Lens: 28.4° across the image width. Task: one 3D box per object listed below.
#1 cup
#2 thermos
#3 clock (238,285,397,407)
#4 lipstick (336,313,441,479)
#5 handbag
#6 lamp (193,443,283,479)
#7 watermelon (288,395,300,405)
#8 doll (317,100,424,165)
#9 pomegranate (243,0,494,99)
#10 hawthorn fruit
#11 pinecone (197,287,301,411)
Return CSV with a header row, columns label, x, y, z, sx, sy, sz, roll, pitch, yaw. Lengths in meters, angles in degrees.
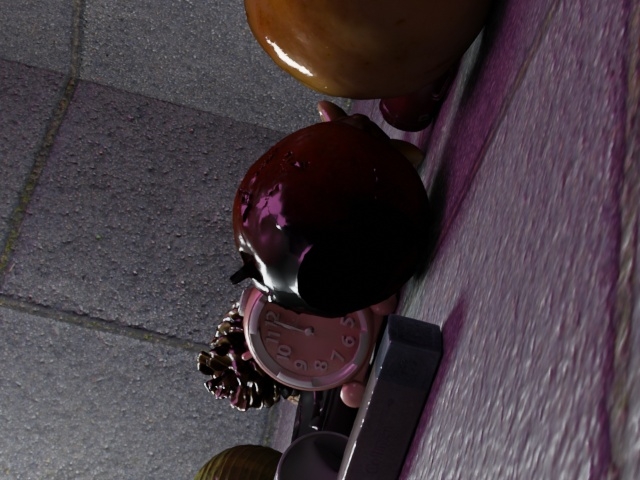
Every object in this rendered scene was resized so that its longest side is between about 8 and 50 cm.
label,x,y,z,sx,sy,sz,roll,pitch,yaw
cup,0.002,0.335,1.783,0.142,0.134,0.173,107,175,-63
thermos,0.169,-0.281,2.026,0.124,0.099,0.232,60,151,26
clock,-0.013,0.126,2.047,0.142,0.241,0.227,-76,0,-70
lipstick,0.073,0.243,1.555,0.068,0.066,0.317,-84,9,-62
handbag,0.012,0.302,2.221,0.244,0.088,0.275,114,172,-47
lamp,-0.153,0.500,2.331,0.250,0.284,0.250,23,-116,-62
watermelon,-0.019,0.264,2.628,0.310,0.193,0.232,-55,-3,41
doll,0.020,-0.065,2.173,0.209,0.318,0.339,-39,-16,-38
pomegranate,0.081,-0.406,1.797,0.411,0.412,0.411,-166,90,-87
hawthorn fruit,0.021,-0.026,1.833,0.316,0.316,0.316,-166,90,-87
pinecone,-0.103,0.211,2.411,0.272,0.224,0.224,-52,-13,-40
